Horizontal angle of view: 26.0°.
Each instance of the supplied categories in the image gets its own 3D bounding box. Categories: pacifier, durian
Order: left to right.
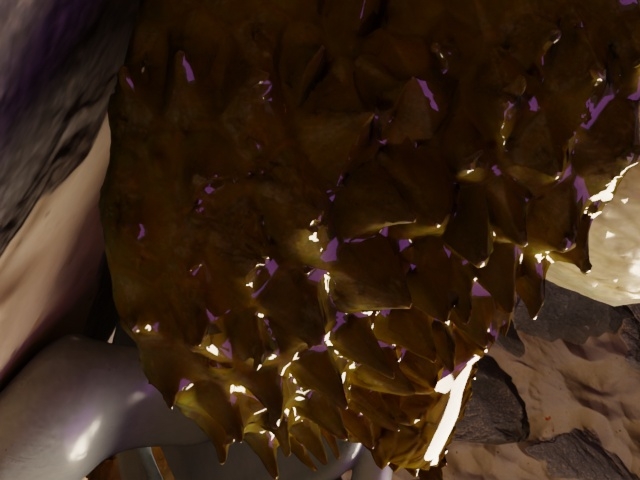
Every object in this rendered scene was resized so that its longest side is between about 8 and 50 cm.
[{"bbox_3d":[-0.080,0.089,0.719,0.207,0.227,0.279,-1,137,-34],"label":"pacifier"},{"bbox_3d":[0.004,-0.031,0.534,0.196,0.185,0.305,0,104,-36],"label":"durian"}]

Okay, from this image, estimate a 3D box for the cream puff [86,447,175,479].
[{"bbox_3d":[-0.100,0.158,1.014,0.189,0.129,0.189,-54,165,-21],"label":"cream puff"}]

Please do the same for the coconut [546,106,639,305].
[{"bbox_3d":[0.211,-0.145,0.773,0.404,0.405,0.404,-57,175,-7],"label":"coconut"}]
